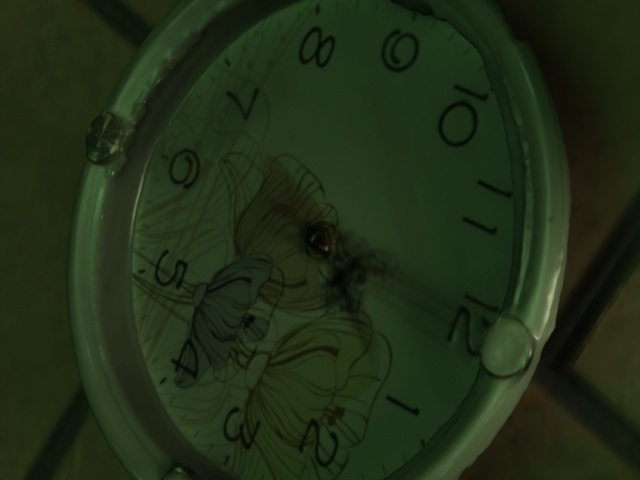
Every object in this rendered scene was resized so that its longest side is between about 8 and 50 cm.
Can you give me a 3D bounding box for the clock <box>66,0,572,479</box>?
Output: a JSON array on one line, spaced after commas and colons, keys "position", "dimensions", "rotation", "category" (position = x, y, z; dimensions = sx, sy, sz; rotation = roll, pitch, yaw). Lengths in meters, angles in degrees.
[{"position": [0.000, 0.000, 0.693], "dimensions": [0.236, 0.053, 0.236], "rotation": [-8, 77, 35], "category": "clock"}]
